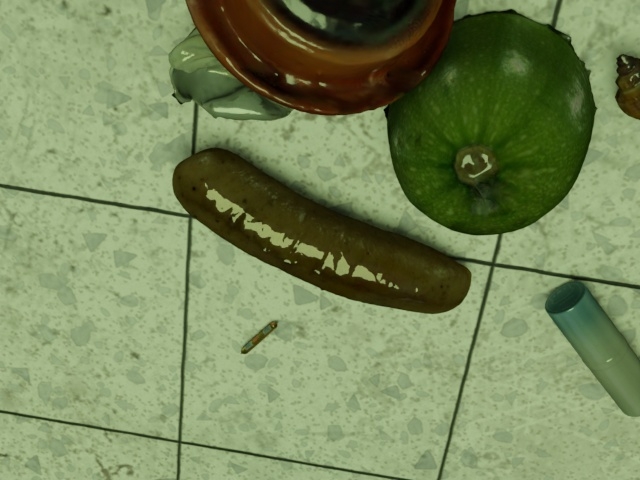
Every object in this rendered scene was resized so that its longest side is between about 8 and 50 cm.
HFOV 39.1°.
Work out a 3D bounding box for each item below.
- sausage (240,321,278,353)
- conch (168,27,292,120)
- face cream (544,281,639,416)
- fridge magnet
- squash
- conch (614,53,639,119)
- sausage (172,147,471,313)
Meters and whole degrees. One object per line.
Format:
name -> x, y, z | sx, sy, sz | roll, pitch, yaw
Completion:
sausage -> -0.108, 0.171, 1.581 | 0.015, 0.015, 0.100 | 40, 117, -15
conch -> -0.067, -0.257, 1.257 | 0.275, 0.148, 0.183 | 13, 157, -9
face cream -> 0.463, 0.179, 1.473 | 0.077, 0.077, 0.250 | -31, 112, 22
fridge magnet -> 0.008, -0.333, 1.115 | 0.364, 0.155, 0.363 | 3, 82, -18
squash -> 0.236, -0.117, 1.202 | 0.310, 0.309, 0.310 | 2, 120, 4
conch -> 0.486, -0.192, 1.261 | 0.233, 0.086, 0.080 | 22, 81, -19
sausage -> -0.001, 0.003, 1.411 | 0.501, 0.123, 0.136 | 25, 91, -7
